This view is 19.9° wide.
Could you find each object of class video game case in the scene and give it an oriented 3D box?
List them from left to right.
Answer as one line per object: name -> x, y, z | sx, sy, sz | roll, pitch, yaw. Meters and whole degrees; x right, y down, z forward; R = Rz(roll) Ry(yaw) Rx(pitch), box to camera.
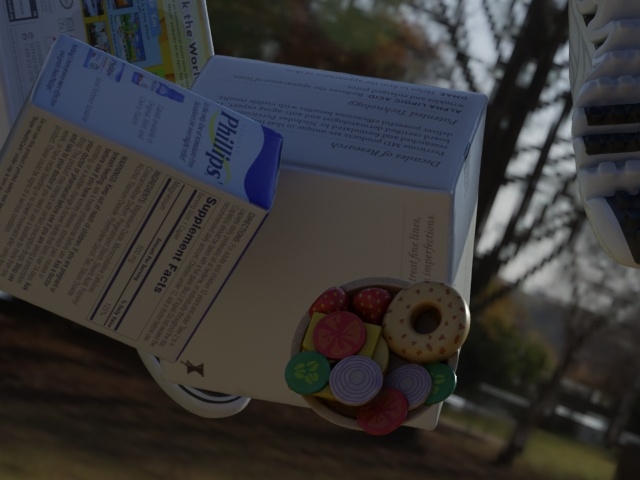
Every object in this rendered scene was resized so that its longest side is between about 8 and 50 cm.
video game case -> -0.152, -0.122, 1.274 | 0.026, 0.227, 0.206 | -3, 10, 41

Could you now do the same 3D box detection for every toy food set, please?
toy food set -> 0.026, 0.052, 0.857 | 0.083, 0.082, 0.020 | 11, -27, 16

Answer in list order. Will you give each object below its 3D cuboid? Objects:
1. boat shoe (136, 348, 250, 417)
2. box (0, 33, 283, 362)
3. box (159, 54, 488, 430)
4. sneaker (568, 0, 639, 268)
boat shoe -> -0.121, 0.005, 1.646 | 0.113, 0.306, 0.105 | -6, -20, -18
box -> -0.109, -0.021, 0.985 | 0.137, 0.126, 0.072 | 25, 37, -12
box -> 0.000, 0.000, 1.116 | 0.182, 0.181, 0.119 | 10, 36, 11
sneaker -> 0.217, -0.099, 1.248 | 0.110, 0.292, 0.118 | 2, -32, 1
